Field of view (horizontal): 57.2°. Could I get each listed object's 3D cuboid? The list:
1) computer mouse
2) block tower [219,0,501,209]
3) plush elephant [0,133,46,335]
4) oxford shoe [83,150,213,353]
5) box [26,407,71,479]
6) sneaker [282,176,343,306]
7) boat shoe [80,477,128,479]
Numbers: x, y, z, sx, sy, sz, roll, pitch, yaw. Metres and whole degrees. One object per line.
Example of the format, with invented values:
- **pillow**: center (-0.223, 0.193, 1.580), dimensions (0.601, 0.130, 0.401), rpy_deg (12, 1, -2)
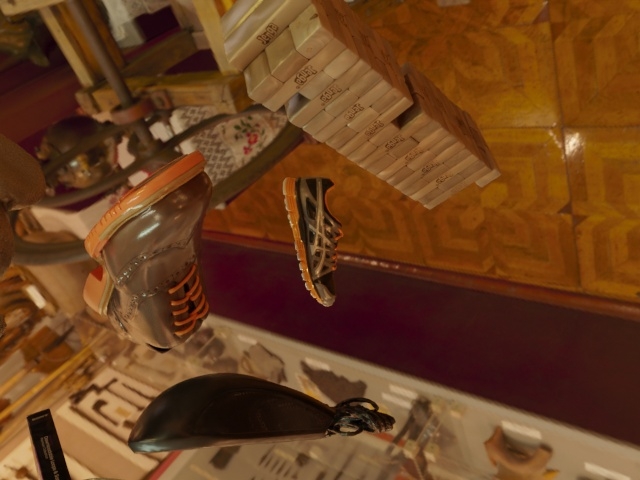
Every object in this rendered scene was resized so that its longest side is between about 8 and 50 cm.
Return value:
- **computer mouse**: center (-0.072, 0.179, 0.623), dimensions (0.188, 0.272, 0.072), rpy_deg (-22, 65, 43)
- **block tower**: center (0.058, -0.134, 0.595), dimensions (0.097, 0.091, 0.335), rpy_deg (-34, 143, 30)
- **plush elephant**: center (-0.418, 0.012, 0.583), dimensions (0.255, 0.272, 0.330), rpy_deg (17, 131, -5)
- **oxford shoe**: center (-0.158, 0.030, 0.623), dimensions (0.133, 0.130, 0.364), rpy_deg (47, 150, 1)
- **box**: center (-0.280, 0.277, 0.627), dimensions (0.162, 0.029, 0.116), rpy_deg (43, 135, 46)
- **sneaker**: center (0.000, 0.000, 0.930), dimensions (0.084, 0.083, 0.215), rpy_deg (-104, 1, -79)
- **boat shoe**: center (-0.349, 0.396, 0.832), dimensions (0.079, 0.254, 0.095), rpy_deg (73, 180, -71)
